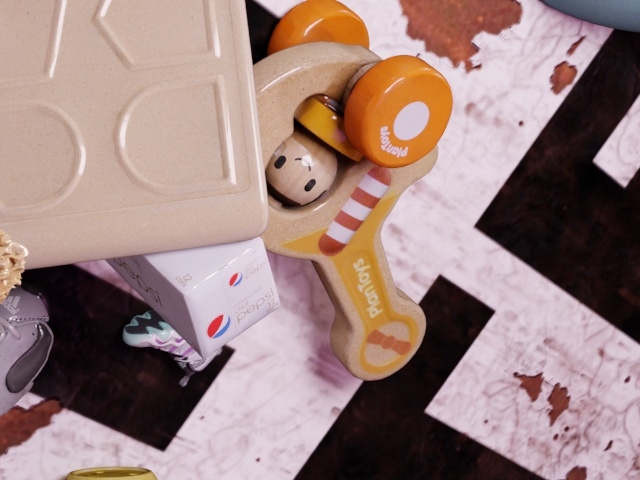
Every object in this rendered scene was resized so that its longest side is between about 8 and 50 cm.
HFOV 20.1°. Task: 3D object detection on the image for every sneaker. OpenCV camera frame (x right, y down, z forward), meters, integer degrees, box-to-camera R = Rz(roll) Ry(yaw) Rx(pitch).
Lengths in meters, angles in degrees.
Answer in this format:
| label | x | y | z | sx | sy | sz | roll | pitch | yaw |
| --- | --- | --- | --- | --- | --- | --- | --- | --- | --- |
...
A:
| label | x | y | z | sx | sy | sz | roll | pitch | yaw |
| --- | --- | --- | --- | --- | --- | --- | --- | --- | --- |
| sneaker | -0.264 | 0.051 | 1.299 | 0.132 | 0.086 | 0.228 | -37 | 143 | -21 |
| sneaker | -0.116 | 0.089 | 1.458 | 0.098 | 0.038 | 0.069 | -12 | 122 | -32 |

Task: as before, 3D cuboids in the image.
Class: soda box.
| label | x | y | z | sx | sy | sz | roll | pitch | yaw |
| --- | --- | --- | --- | --- | --- | --- | --- | --- | --- |
| soda box | -0.121 | -0.016 | 1.259 | 0.069 | 0.216 | 0.074 | -35 | 141 | -19 |

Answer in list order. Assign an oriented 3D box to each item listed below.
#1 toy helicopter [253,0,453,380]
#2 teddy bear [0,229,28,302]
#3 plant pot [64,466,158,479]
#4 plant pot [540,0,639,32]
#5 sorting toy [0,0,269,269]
| label | x | y | z | sx | sy | sz | roll | pitch | yaw |
| --- | --- | --- | --- | --- | --- | --- | --- | --- | --- |
| toy helicopter | 0.000 | 0.000 | 1.430 | 0.235 | 0.140 | 0.355 | -36 | 137 | -14 |
| teddy bear | -0.316 | -0.001 | 1.118 | 0.245 | 0.113 | 0.338 | -21 | 115 | -2 |
| plant pot | -0.170 | 0.234 | 1.458 | 0.134 | 0.134 | 0.095 | -2 | 91 | -37 |
| plant pot | 0.315 | -0.285 | 1.453 | 0.290 | 0.195 | 0.290 | -19 | 126 | -28 |
| sorting toy | -0.196 | -0.096 | 1.190 | 0.307 | 0.041 | 0.229 | -7 | 87 | 3 |
